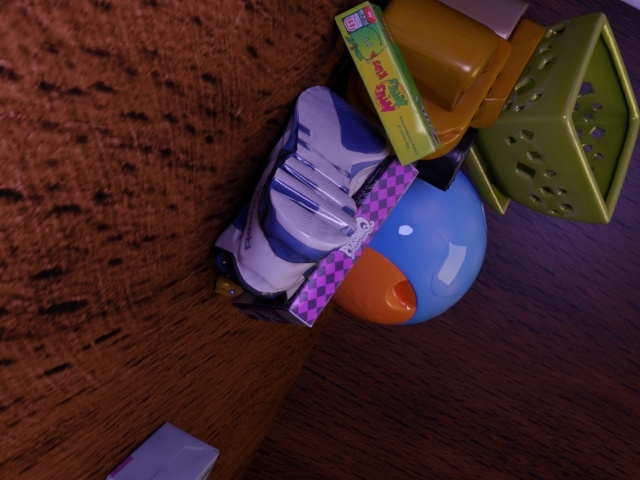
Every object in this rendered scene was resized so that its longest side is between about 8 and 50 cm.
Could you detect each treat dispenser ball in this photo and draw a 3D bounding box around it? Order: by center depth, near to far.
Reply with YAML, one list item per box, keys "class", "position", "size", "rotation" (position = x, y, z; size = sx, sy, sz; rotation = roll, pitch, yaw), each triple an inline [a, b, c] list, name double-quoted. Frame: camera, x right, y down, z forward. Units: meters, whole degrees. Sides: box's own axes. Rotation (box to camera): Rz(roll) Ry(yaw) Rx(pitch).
- class: "treat dispenser ball"
  position: [0.115, -0.011, 1.748]
  size: [0.288, 0.288, 0.288]
  rotation: [-60, 174, -11]

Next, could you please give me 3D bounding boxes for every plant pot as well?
- class: "plant pot"
  position: [0.327, -0.174, 1.657]
  size: [0.228, 0.207, 0.227]
  rotation: [56, 46, -38]

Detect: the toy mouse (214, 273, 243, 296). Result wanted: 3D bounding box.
- class: "toy mouse"
  position: [-0.086, 0.008, 1.396]
  size: [0.143, 0.031, 0.161]
  rotation: [-61, 174, -2]

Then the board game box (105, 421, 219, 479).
- class: "board game box"
  position: [-0.264, 0.420, 1.492]
  size: [0.303, 0.097, 0.224]
  rotation: [-64, 172, 13]

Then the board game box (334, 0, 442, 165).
- class: "board game box"
  position: [0.080, -0.178, 1.277]
  size: [0.043, 0.181, 0.092]
  rotation: [-24, -177, 13]

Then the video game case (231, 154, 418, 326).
- class: "video game case"
  position: [0.000, 0.000, 1.384]
  size: [0.232, 0.042, 0.210]
  rotation: [-55, -162, -15]

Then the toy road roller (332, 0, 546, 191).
- class: "toy road roller"
  position: [0.159, -0.247, 1.449]
  size: [0.329, 0.202, 0.240]
  rotation: [-58, 173, -23]

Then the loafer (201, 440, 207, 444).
- class: "loafer"
  position: [-0.228, 0.419, 1.850]
  size: [0.220, 0.078, 0.080]
  rotation: [-52, 169, -54]

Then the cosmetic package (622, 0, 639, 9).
- class: "cosmetic package"
  position: [0.273, -0.451, 0.892]
  size: [0.327, 0.329, 0.394]
  rotation: [-60, 174, -18]

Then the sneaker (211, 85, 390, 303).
- class: "sneaker"
  position: [-0.038, -0.039, 1.263]
  size: [0.182, 0.127, 0.315]
  rotation: [-47, -169, 32]
